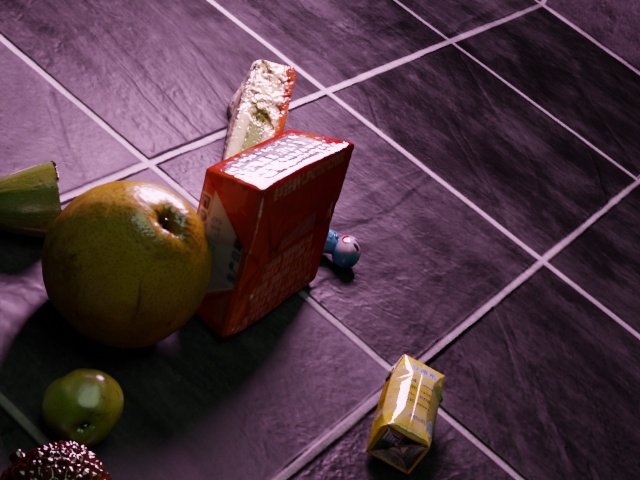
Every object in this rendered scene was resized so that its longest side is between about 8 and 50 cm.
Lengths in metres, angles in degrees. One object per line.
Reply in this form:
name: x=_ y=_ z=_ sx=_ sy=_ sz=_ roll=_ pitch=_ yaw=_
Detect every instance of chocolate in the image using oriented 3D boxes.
chocolate: x=-0.075 y=-0.021 z=1.607 sx=0.108 sy=0.235 sz=0.237 roll=30 pitch=33 yaw=21

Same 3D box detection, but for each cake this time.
cake: x=-0.111 y=-0.181 z=1.948 sx=0.086 sy=0.117 sz=0.221 roll=17 pitch=69 yaw=-12

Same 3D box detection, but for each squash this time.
squash: x=-0.405 y=-0.047 z=1.537 sx=0.132 sy=0.105 sz=0.105 roll=-6 pitch=46 yaw=-22

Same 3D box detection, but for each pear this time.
pear: x=-0.262 y=0.187 z=1.331 sx=0.092 sy=0.092 sz=0.097 roll=6 pitch=40 yaw=-30
pear: x=-0.232 y=0.022 z=1.463 sx=0.208 sy=0.209 sz=0.209 roll=19 pitch=36 yaw=-14

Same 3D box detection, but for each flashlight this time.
flashlight: x=0.000 y=0.000 z=1.793 sx=0.129 sy=0.051 sz=0.051 roll=23 pitch=34 yaw=1

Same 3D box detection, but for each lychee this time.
lychee: x=-0.263 y=0.261 z=1.203 sx=0.129 sy=0.123 sz=0.123 roll=26 pitch=34 yaw=-2

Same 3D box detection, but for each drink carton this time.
drink carton: x=0.119 y=0.211 z=1.579 sx=0.084 sy=0.075 sz=0.200 roll=27 pitch=36 yaw=-4
